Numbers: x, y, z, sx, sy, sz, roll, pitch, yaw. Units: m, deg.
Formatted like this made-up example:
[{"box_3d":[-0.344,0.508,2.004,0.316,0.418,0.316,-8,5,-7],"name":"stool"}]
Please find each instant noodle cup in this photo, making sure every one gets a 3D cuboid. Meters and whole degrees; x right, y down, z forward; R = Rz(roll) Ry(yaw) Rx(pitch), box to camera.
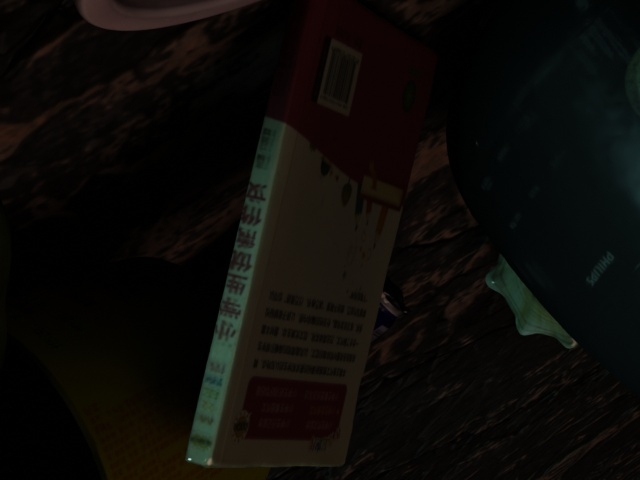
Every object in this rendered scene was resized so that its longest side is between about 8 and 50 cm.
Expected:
[{"box_3d":[-0.146,0.107,0.880,0.236,0.215,0.215,-26,161,-52],"name":"instant noodle cup"}]

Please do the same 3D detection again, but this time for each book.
[{"box_3d":[0.000,0.000,0.893,0.162,0.022,0.232,16,88,-65],"name":"book"}]

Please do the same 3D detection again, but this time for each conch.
[{"box_3d":[0.204,0.014,1.324,0.234,0.137,0.114,-18,130,-61],"name":"conch"}]

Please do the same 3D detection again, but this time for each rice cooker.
[{"box_3d":[0.211,-0.062,0.995,0.267,0.224,0.267,-30,158,-13],"name":"rice cooker"}]

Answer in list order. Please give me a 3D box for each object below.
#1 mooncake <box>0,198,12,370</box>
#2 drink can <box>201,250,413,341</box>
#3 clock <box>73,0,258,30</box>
[{"box_3d":[-0.265,0.043,0.529,0.351,0.187,0.351,-33,161,-13],"name":"mooncake"},{"box_3d":[-0.066,0.075,1.061,0.235,0.097,0.097,-37,161,8],"name":"drink can"},{"box_3d":[-0.005,-0.144,0.601,0.197,0.068,0.197,-25,176,-2],"name":"clock"}]
